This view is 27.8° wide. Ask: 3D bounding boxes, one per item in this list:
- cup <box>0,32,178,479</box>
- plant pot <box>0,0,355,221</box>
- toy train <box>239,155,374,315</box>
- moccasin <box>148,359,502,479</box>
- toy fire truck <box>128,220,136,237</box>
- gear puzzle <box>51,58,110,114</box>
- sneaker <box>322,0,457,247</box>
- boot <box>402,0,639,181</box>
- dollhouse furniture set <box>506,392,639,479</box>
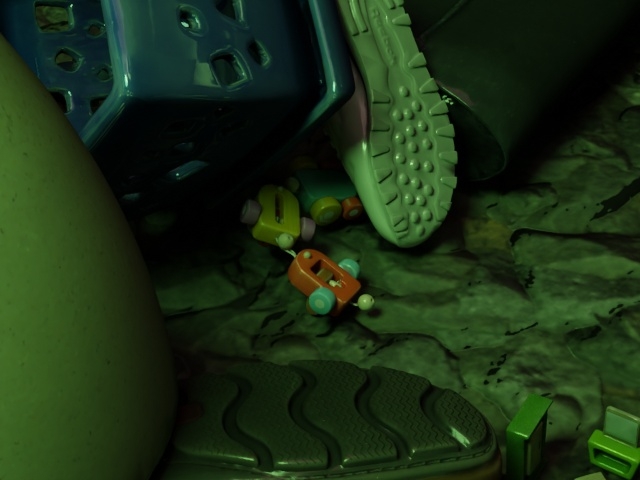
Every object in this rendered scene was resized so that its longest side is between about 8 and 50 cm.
[{"bbox_3d":[-0.245,-0.001,0.670,0.331,0.237,0.331,0,32,0],"label":"cup"},{"bbox_3d":[-0.117,-0.150,0.962,0.212,0.236,0.236,-2,68,-35],"label":"plant pot"},{"bbox_3d":[0.000,0.000,1.016,0.125,0.046,0.166,34,37,3],"label":"toy train"},{"bbox_3d":[-0.079,0.173,0.754,0.380,0.147,0.139,-16,27,-9],"label":"moccasin"},{"bbox_3d":[-0.222,-0.044,1.078,0.192,0.047,0.135,18,42,21],"label":"toy fire truck"},{"bbox_3d":[-0.292,-0.096,1.064,0.339,0.044,0.175,-16,42,-22],"label":"gear puzzle"},{"bbox_3d":[0.035,-0.106,1.025,0.090,0.235,0.095,-12,-4,-42],"label":"sneaker"},{"bbox_3d":[0.262,-0.198,1.145,0.367,0.146,0.445,21,42,37],"label":"boot"},{"bbox_3d":[0.193,0.150,0.807,0.152,0.058,0.076,21,46,27],"label":"dollhouse furniture set"}]
